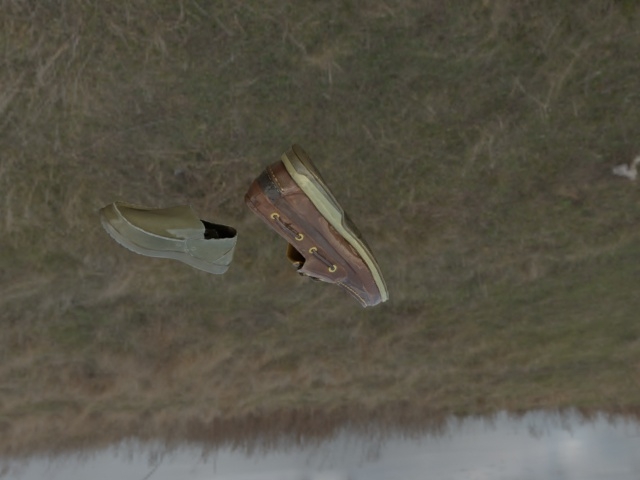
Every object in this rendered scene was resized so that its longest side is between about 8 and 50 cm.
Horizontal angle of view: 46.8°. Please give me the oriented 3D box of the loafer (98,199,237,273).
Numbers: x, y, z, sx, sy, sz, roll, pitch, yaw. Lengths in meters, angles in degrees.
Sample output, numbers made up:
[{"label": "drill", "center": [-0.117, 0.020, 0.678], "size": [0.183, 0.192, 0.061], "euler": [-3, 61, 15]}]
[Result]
[{"label": "loafer", "center": [-0.140, -0.012, 0.704], "size": [0.148, 0.056, 0.050], "euler": [20, 111, -43]}]

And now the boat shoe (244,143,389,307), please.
[{"label": "boat shoe", "center": [0.000, 0.000, 0.590], "size": [0.060, 0.064, 0.178], "euler": [-33, 133, 4]}]
